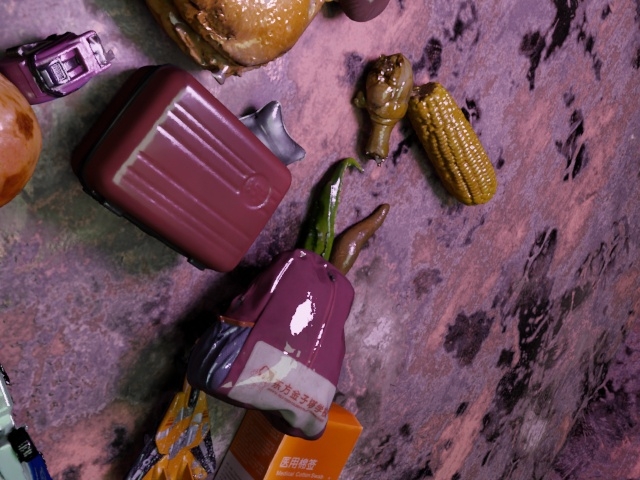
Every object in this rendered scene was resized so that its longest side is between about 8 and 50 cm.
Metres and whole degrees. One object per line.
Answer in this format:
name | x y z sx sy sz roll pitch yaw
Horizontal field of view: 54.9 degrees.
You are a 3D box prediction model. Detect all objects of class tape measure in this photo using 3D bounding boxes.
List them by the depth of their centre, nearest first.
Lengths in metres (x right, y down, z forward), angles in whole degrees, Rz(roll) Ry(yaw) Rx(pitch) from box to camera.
tape measure | -0.358 -0.235 0.822 0.125 0.118 0.074 -46 131 -38

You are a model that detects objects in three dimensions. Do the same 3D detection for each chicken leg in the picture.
chicken leg | 0.122 -0.263 1.234 0.103 0.088 0.228 -4 116 -49

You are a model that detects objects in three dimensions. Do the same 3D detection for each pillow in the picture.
pillow | -0.090 -0.180 1.104 0.091 0.055 0.136 -41 127 -17

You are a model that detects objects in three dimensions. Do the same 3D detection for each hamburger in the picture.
hamburger | -0.117 -0.401 0.911 0.289 0.170 0.314 38 81 -45

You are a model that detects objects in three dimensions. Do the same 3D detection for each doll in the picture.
doll | 0.047 -0.469 1.085 0.188 0.096 0.146 14 83 -17

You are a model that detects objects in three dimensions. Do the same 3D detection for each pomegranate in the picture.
pomegranate | -0.450 -0.125 0.723 0.215 0.215 0.216 -16 117 -34

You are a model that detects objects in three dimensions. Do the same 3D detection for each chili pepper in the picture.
chili pepper | 0.000 -0.001 1.248 0.084 0.076 0.359 21 95 -17

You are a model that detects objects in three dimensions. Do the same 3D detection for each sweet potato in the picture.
sweet potato | 0.072 0.003 1.315 0.250 0.059 0.069 -51 151 -16

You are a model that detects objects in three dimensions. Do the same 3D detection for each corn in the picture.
corn | 0.296 -0.204 1.375 0.120 0.120 0.363 -52 128 -10

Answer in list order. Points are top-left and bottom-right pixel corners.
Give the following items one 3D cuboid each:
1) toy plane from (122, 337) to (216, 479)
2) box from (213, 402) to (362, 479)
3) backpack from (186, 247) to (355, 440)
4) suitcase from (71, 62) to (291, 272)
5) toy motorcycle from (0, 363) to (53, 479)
toy plane | -0.263 0.324 1.147 0.204 0.103 0.317 2 99 -42
box | -0.086 0.501 1.327 0.224 0.143 0.342 25 92 -43
backpack | -0.068 0.169 1.126 0.283 0.197 0.318 40 64 -38
suitcase | -0.208 -0.109 0.965 0.297 0.161 0.236 41 81 -41
toy motorcycle | -0.480 0.327 0.919 0.125 0.196 0.332 -28 111 -29
